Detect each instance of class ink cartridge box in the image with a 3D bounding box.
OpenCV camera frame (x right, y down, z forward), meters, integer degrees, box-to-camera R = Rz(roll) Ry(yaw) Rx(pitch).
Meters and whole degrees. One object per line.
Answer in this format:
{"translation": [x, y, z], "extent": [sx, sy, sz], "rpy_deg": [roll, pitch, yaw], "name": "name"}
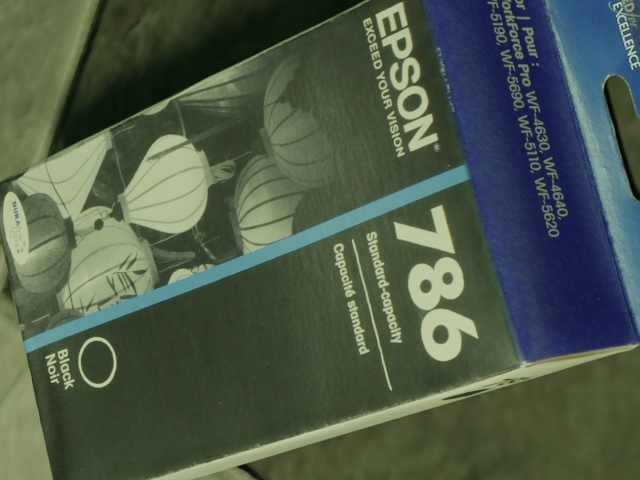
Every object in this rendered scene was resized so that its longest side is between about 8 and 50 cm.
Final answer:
{"translation": [0.000, 0.000, 0.631], "extent": [0.333, 0.065, 0.165], "rpy_deg": [-22, 76, 32], "name": "ink cartridge box"}
